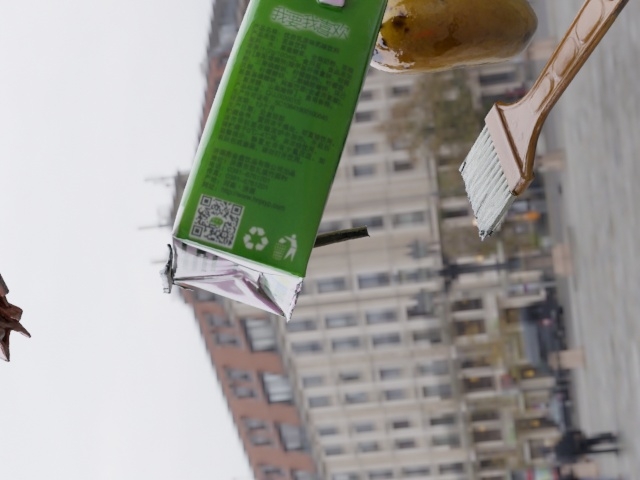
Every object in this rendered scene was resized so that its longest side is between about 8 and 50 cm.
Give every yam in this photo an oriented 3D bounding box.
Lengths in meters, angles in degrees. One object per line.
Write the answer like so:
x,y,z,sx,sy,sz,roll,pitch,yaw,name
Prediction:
0.000,0.000,1.346,0.014,0.107,0.014,169,90,-74,yam

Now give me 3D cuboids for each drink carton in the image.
-0.035,-0.083,1.031,0.161,0.108,0.271,115,171,-73,drink carton

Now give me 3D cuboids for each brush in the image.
0.185,-0.127,1.050,0.314,0.017,0.090,119,145,-45,brush

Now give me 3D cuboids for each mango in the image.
0.117,-0.196,1.201,0.115,0.178,0.090,159,110,-78,mango

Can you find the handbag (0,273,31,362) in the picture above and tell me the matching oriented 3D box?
-0.391,0.029,1.371,0.059,0.157,0.212,-49,-28,-26,handbag
